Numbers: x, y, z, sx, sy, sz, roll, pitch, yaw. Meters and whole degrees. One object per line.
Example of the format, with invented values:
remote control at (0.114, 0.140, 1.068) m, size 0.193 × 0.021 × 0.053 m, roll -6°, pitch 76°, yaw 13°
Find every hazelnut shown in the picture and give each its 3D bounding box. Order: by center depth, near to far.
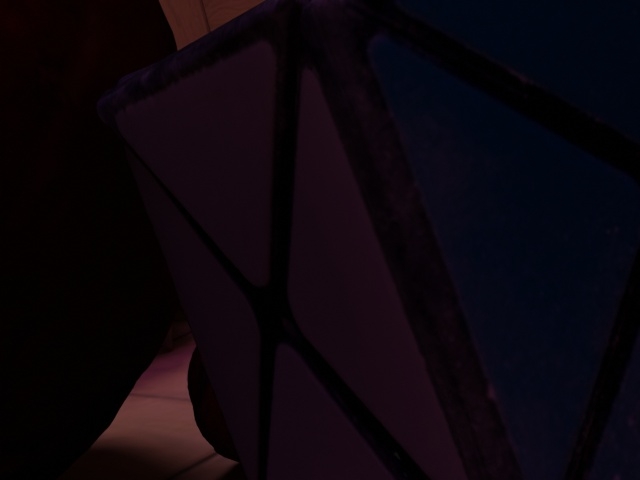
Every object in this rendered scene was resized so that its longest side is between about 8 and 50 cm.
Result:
hazelnut at (-0.243, -0.016, 0.912) m, size 0.421 × 0.353 × 0.421 m, roll -55°, pitch 13°, yaw 19°

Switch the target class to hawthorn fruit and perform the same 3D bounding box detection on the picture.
hawthorn fruit at (-0.033, 0.080, 0.924) m, size 0.093 × 0.093 × 0.093 m, roll -14°, pitch 12°, yaw 3°

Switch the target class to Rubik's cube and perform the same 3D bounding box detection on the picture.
Rubik's cube at (0.083, -0.009, 0.730) m, size 0.260 × 0.259 × 0.255 m, roll -25°, pitch 5°, yaw -23°

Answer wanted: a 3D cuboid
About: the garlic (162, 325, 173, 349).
garlic at (-0.164, -0.030, 1.360) m, size 0.286 × 0.249 × 0.313 m, roll 5°, pitch -7°, yaw -20°
